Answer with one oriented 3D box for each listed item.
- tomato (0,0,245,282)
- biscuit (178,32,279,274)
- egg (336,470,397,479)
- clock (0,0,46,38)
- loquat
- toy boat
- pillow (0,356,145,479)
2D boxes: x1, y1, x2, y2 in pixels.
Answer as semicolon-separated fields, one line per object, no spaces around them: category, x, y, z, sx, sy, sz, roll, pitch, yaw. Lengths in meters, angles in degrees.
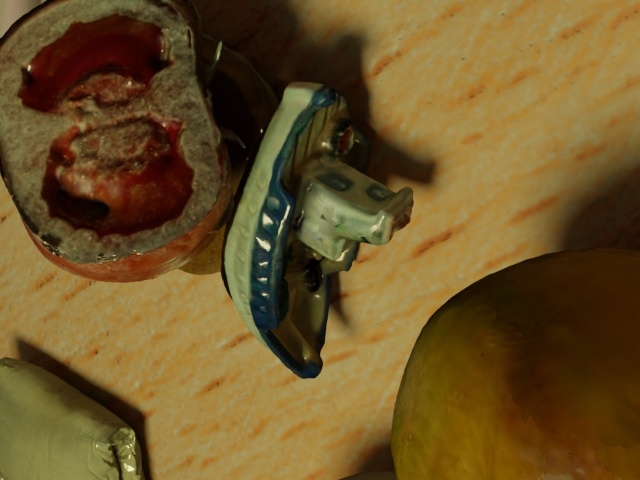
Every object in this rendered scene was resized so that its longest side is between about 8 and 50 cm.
tomato;-0.141;-0.065;1.430;0.155;0.180;0.214;71;-173;-71
biscuit;-0.103;-0.073;1.541;0.181;0.049;0.208;32;133;27
egg;0.055;0.265;1.509;0.232;0.176;0.176;-16;103;44
clock;-0.289;-0.249;1.568;0.295;0.113;0.322;36;135;24
loquat;0.187;0.140;1.236;0.284;0.276;0.276;29;136;56
toy boat;0.000;0.000;1.436;0.115;0.114;0.262;35;137;18
pillow;-0.239;0.197;1.842;0.181;0.078;0.134;26;131;31
